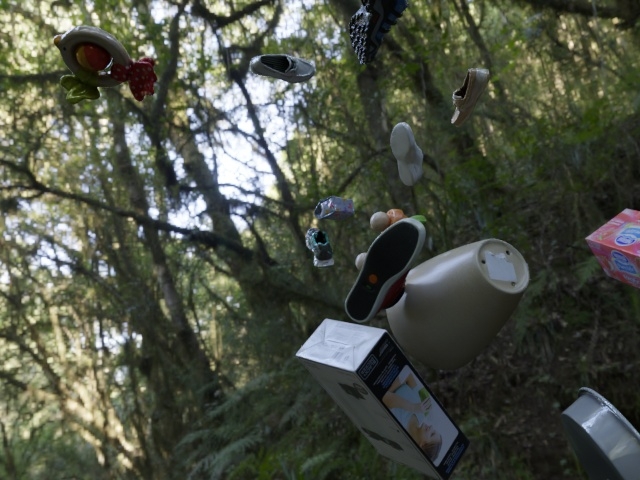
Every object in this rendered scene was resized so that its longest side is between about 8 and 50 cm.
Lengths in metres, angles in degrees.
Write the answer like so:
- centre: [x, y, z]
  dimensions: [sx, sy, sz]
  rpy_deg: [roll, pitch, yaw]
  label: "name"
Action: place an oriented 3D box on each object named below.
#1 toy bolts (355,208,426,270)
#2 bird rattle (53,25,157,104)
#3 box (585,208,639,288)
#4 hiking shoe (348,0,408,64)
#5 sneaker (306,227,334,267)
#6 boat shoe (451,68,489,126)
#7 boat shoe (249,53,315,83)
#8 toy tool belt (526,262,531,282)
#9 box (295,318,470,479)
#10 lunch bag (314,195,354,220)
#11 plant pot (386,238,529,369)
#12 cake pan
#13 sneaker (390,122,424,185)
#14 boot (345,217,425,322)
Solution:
- centre: [0.196, 0.007, 1.813]
  dimensions: [0.159, 0.228, 0.218]
  rpy_deg: [13, 7, -14]
  label: "toy bolts"
- centre: [-0.532, -0.424, 1.429]
  dimensions: [0.254, 0.143, 0.206]
  rpy_deg: [3, -33, 22]
  label: "bird rattle"
- centre: [0.728, 0.027, 1.293]
  dimensions: [0.128, 0.122, 0.257]
  rpy_deg: [-36, 12, 2]
  label: "box"
- centre: [0.152, -0.540, 1.416]
  dimensions: [0.132, 0.113, 0.304]
  rpy_deg: [-18, -18, -11]
  label: "hiking shoe"
- centre: [0.000, 0.000, 1.524]
  dimensions: [0.065, 0.166, 0.076]
  rpy_deg: [-10, -58, -12]
  label: "sneaker"
- centre: [0.359, -0.359, 1.462]
  dimensions: [0.059, 0.063, 0.170]
  rpy_deg: [11, -43, -10]
  label: "boat shoe"
- centre: [-0.108, -0.544, 1.852]
  dimensions: [0.227, 0.083, 0.076]
  rpy_deg: [-8, 4, -29]
  label: "boat shoe"
- centre: [0.575, 0.086, 1.663]
  dimensions: [0.051, 0.052, 0.083]
  rpy_deg: [6, -47, 21]
  label: "toy tool belt"
- centre: [0.107, 0.270, 0.996]
  dimensions: [0.169, 0.087, 0.290]
  rpy_deg: [-2, -49, 55]
  label: "box"
- centre: [0.032, -0.078, 1.477]
  dimensions: [0.071, 0.053, 0.083]
  rpy_deg: [6, -22, -38]
  label: "lunch bag"
- centre: [0.319, 0.119, 1.284]
  dimensions: [0.257, 0.256, 0.274]
  rpy_deg: [0, -29, -24]
  label: "plant pot"
- centre: [0.475, 0.372, 0.910]
  dimensions: [0.054, 0.293, 0.293]
  rpy_deg: [-29, -19, 1]
  label: "cake pan"
- centre: [0.284, -0.284, 1.852]
  dimensions: [0.094, 0.212, 0.080]
  rpy_deg: [-36, 39, -29]
  label: "sneaker"
- centre: [0.160, 0.054, 1.232]
  dimensions: [0.176, 0.088, 0.244]
  rpy_deg: [-11, -45, -58]
  label: "boot"
